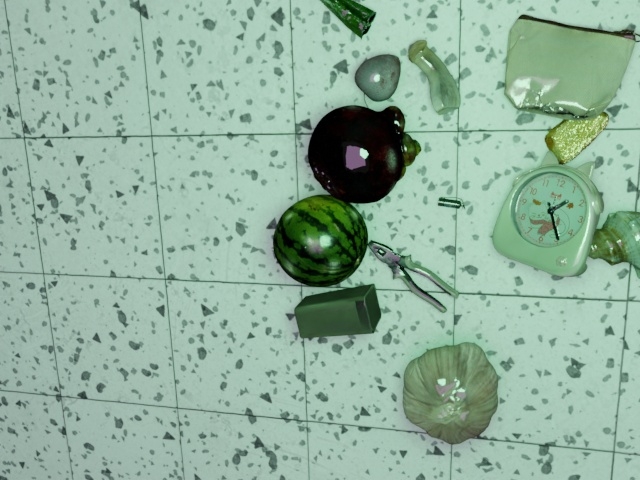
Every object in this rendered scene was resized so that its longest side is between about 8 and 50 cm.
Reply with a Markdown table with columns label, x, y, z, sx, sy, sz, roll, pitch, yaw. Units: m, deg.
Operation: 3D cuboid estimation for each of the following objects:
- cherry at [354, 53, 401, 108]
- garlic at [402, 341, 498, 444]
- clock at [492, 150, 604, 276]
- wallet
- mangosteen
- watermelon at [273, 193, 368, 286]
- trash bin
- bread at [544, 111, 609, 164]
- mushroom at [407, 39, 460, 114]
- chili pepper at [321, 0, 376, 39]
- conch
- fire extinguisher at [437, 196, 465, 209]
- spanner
| label | x | y | z | sx | sy | sz | roll | pitch | yaw |
| --- | --- | --- | --- | --- | --- | --- | --- | --- | --- |
| cherry | 0.192 | -0.453 | 1.787 | 0.188 | 0.115 | 0.148 | 41 | 83 | -13 |
| garlic | 0.394 | 0.463 | 1.876 | 0.317 | 0.259 | 0.318 | 4 | 109 | 12 |
| clock | 0.648 | -0.076 | 1.708 | 0.265 | 0.108 | 0.324 | 26 | 103 | 39 |
| wallet | 0.657 | -0.466 | 1.654 | 0.335 | 0.068 | 0.275 | 17 | 89 | 18 |
| mangosteen | 0.117 | -0.259 | 1.754 | 0.313 | 0.297 | 0.297 | -44 | 90 | 12 |
| watermelon | 0.000 | 0.000 | 1.844 | 0.285 | 0.285 | 0.285 | 3 | 104 | 13 |
| trash bin | 0.057 | 0.228 | 1.957 | 0.240 | 0.164 | 0.122 | -10 | 101 | 19 |
| bread | 0.709 | -0.300 | 1.711 | 0.103 | 0.065 | 0.187 | 44 | 111 | -5 |
| mushroom | 0.326 | -0.469 | 1.755 | 0.092 | 0.081 | 0.223 | -26 | 93 | -1 |
| chili pepper | 0.049 | -0.680 | 1.785 | 0.226 | 0.059 | 0.088 | 34 | 114 | 6 |
| conch | 0.898 | 0.016 | 1.690 | 0.385 | 0.170 | 0.203 | 2 | 133 | 17 |
| fire extinguisher | 0.398 | -0.114 | 1.854 | 0.083 | 0.025 | 0.038 | 11 | 83 | 12 |
| spanner | 0.282 | 0.104 | 1.929 | 0.324 | 0.040 | 0.096 | 37 | 109 | 2 |
